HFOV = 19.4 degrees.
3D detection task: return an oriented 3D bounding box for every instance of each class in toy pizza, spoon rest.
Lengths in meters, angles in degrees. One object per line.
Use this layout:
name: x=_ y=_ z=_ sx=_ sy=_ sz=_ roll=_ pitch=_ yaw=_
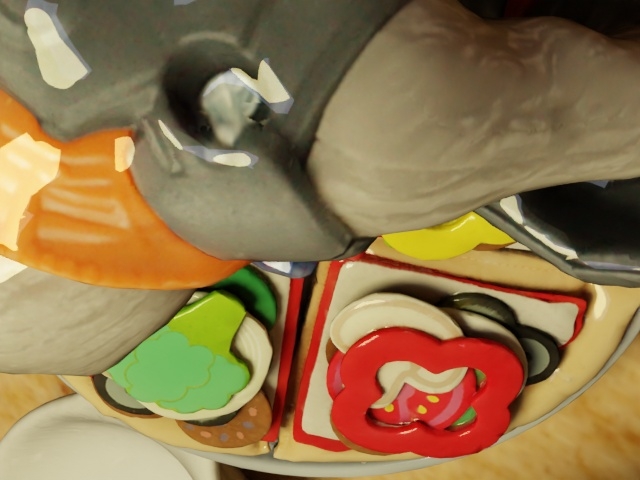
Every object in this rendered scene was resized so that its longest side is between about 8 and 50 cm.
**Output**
toy pizza: x=0.000 y=0.000 z=0.523 sx=0.201 sy=0.032 sz=0.201 roll=1 pitch=128 yaw=2
spoon rest: x=-0.050 y=0.074 z=0.665 sx=0.137 sy=0.084 sz=0.276 roll=36 pitch=129 yaw=15

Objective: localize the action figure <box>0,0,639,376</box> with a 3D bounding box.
action figure: x=-0.033 y=-0.129 z=0.360 sx=0.341 sy=0.178 sz=0.330 roll=27 pitch=103 yaw=20
